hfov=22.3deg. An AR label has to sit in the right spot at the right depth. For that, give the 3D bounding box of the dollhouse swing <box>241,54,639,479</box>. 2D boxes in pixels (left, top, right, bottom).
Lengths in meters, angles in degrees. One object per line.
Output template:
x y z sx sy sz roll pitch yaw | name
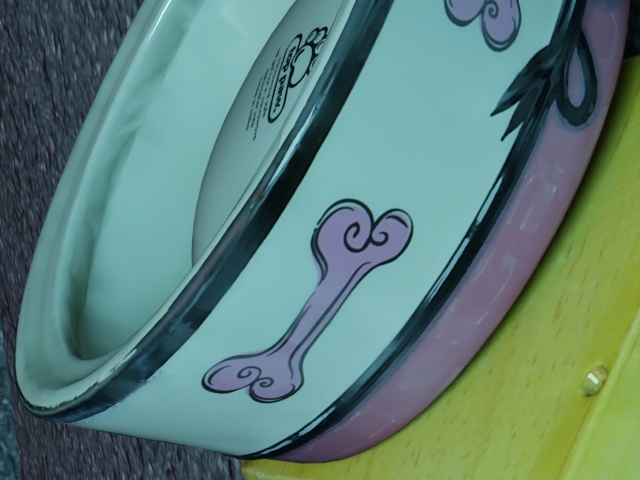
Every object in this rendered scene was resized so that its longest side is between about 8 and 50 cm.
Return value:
0.176 0.126 0.851 0.315 0.305 0.347 -62 18 -16 | dollhouse swing

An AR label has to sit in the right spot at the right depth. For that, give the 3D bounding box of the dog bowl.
-0.001 -0.066 0.853 0.408 0.150 0.408 -50 23 30 | dog bowl
